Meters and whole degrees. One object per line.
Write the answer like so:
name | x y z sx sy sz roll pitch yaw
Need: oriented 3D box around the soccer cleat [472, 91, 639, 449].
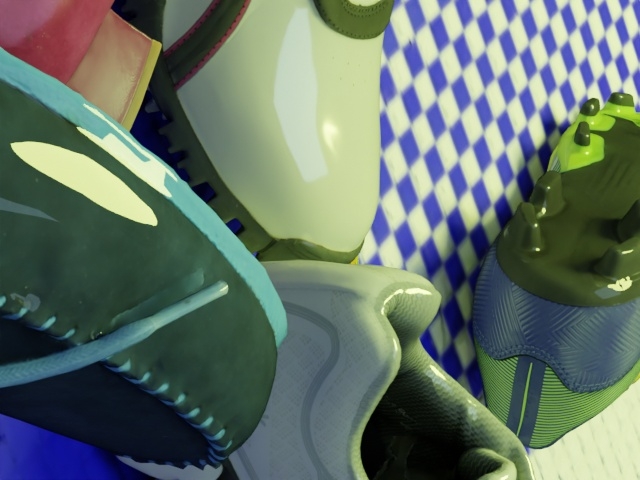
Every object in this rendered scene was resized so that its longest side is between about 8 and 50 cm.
soccer cleat | 0.142 0.009 0.965 0.289 0.093 0.121 -37 144 -59

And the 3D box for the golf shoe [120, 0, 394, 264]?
golf shoe | -0.005 -0.123 0.708 0.105 0.120 0.272 -4 85 -59

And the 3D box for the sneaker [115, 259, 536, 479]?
sneaker | 0.030 0.128 0.705 0.292 0.118 0.110 64 34 -27

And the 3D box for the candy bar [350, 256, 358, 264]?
candy bar | 0.000 0.000 0.782 0.040 0.018 0.161 9 74 -53

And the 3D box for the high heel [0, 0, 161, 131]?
high heel | -0.080 -0.150 0.625 0.117 0.082 0.244 35 70 -61

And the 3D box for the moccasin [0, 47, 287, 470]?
moccasin | -0.154 -0.004 0.464 0.342 0.138 0.116 30 60 -34
